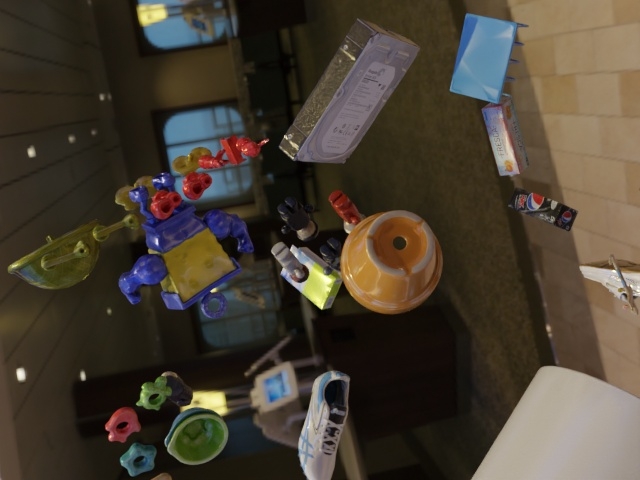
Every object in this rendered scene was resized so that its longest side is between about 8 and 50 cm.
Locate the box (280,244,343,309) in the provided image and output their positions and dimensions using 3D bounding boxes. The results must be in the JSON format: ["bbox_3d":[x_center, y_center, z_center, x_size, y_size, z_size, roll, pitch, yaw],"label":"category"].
[{"bbox_3d":[-0.025,0.099,2.155,0.178,0.042,0.109,38,117,32],"label":"box"}]

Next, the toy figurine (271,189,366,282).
[{"bbox_3d":[0.000,0.000,1.857,0.148,0.213,0.209,53,-144,-50],"label":"toy figurine"}]

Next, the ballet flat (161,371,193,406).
[{"bbox_3d":[-0.339,0.340,1.790,0.173,0.058,0.049,78,174,-59],"label":"ballet flat"}]

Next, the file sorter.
[{"bbox_3d":[0.378,-0.403,1.703,0.118,0.104,0.170,22,115,30],"label":"file sorter"}]

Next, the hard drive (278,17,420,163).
[{"bbox_3d":[0.070,-0.327,1.762,0.064,0.237,0.338,43,112,22],"label":"hard drive"}]

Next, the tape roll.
[{"bbox_3d":[0.282,0.259,0.757,0.246,0.169,0.246,33,169,7],"label":"tape roll"}]

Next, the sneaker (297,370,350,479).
[{"bbox_3d":[0.012,0.382,1.582,0.086,0.085,0.237,-29,47,57],"label":"sneaker"}]

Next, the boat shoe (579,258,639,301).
[{"bbox_3d":[0.732,0.103,1.854,0.277,0.098,0.096,-167,66,-67],"label":"boat shoe"}]

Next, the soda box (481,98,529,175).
[{"bbox_3d":[0.458,-0.255,1.904,0.058,0.063,0.183,-1,116,43],"label":"soda box"}]

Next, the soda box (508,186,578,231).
[{"bbox_3d":[0.522,-0.076,1.820,0.169,0.060,0.053,34,103,59],"label":"soda box"}]

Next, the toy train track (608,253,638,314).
[{"bbox_3d":[0.368,0.055,0.944,0.083,0.014,0.048,62,-150,-14],"label":"toy train track"}]

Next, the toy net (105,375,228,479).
[{"bbox_3d":[-0.216,0.271,0.888,0.122,0.232,0.045,38,-178,-35],"label":"toy net"}]

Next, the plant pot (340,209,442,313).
[{"bbox_3d":[0.145,0.028,1.501,0.188,0.205,0.205,96,163,-76],"label":"plant pot"}]

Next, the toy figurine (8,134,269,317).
[{"bbox_3d":[-0.194,0.030,1.038,0.191,0.363,0.217,5,125,54],"label":"toy figurine"}]
